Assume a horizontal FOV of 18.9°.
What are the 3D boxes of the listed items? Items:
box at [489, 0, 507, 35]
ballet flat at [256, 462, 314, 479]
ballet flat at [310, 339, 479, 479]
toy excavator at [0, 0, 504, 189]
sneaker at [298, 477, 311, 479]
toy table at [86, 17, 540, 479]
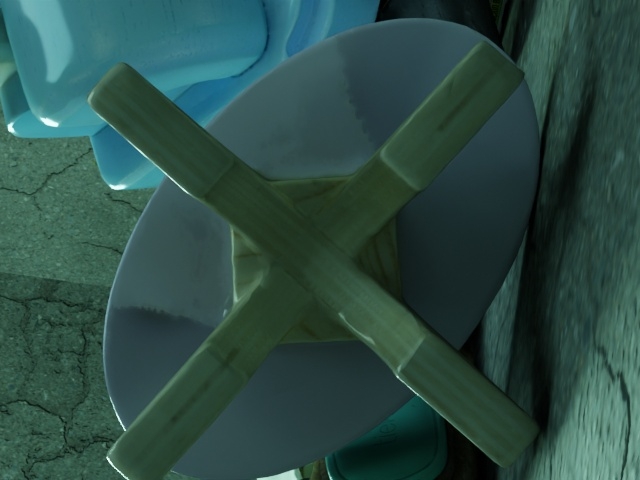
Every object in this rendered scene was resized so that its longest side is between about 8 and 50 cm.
[{"bbox_3d":[0.110,-0.225,1.311,0.207,0.036,0.114,-85,4,-59],"label":"box"},{"bbox_3d":[0.009,0.114,1.901,0.139,0.139,0.400,102,171,-64],"label":"ballet flat"},{"bbox_3d":[0.048,0.092,1.142,0.342,0.116,0.124,-93,-8,-58],"label":"ballet flat"},{"bbox_3d":[-0.178,-0.132,1.205,0.433,0.445,0.222,-30,69,49],"label":"toy excavator"},{"bbox_3d":[0.015,0.258,1.602,0.083,0.098,0.224,-44,-17,7],"label":"sneaker"},{"bbox_3d":[-0.001,0.005,0.934,0.274,0.252,0.161,-60,1,1],"label":"toy table"}]
